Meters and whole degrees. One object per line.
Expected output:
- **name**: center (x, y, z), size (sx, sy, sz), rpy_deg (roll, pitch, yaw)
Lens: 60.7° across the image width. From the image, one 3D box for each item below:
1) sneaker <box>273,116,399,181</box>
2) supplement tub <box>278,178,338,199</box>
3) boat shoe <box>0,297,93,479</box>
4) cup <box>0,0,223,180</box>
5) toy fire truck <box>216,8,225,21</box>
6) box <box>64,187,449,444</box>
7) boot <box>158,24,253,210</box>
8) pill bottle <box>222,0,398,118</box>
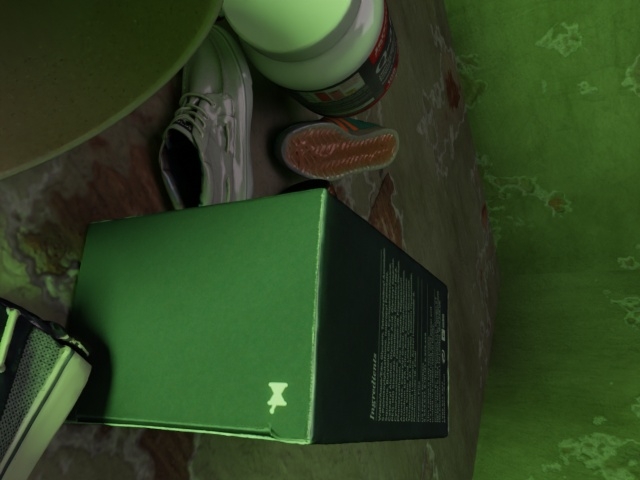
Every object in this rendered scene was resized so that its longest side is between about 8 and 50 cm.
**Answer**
- **sneaker**: center (0.013, -0.179, 1.030), size (0.302, 0.121, 0.108), rpy_deg (-9, 116, -45)
- **supplement tub**: center (0.000, 0.000, 0.952), size (0.106, 0.106, 0.198), rpy_deg (-56, 133, -50)
- **boat shoe**: center (-0.298, 0.171, 0.353), size (0.158, 0.127, 0.341), rpy_deg (54, 32, -35)
- **cup**: center (-0.256, -0.191, 0.318), size (0.237, 0.331, 0.331), rpy_deg (59, 30, -1)
- **toy fire truck**: center (-0.165, -0.439, 0.648), size (0.302, 0.169, 0.254), rpy_deg (15, 91, -71)
- **box**: center (-0.040, 0.119, 0.652), size (0.395, 0.293, 0.212), rpy_deg (31, 58, -58)
- **boot**: center (-0.149, -0.151, 0.698), size (0.123, 0.095, 0.258), rpy_deg (-26, 110, -68)
- **pill bottle**: center (-0.001, -0.312, 0.811), size (0.363, 0.210, 0.210), rpy_deg (-14, 98, -77)
